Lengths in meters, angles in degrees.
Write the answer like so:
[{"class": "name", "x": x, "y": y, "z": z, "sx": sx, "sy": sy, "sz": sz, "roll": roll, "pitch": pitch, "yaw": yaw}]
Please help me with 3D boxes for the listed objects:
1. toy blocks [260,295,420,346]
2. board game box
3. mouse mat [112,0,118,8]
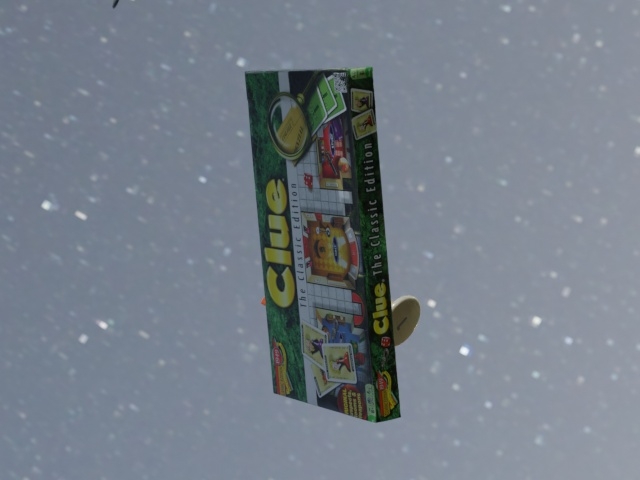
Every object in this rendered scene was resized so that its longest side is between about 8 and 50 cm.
[{"class": "toy blocks", "x": -0.001, "y": 0.054, "z": 1.375, "sx": 0.123, "sy": 0.148, "sz": 0.054, "roll": -21, "pitch": -51, "yaw": -39}, {"class": "board game box", "x": 0.000, "y": 0.000, "z": 1.119, "sx": 0.030, "sy": 0.136, "sz": 0.260, "roll": -11, "pitch": -80, "yaw": -33}, {"class": "mouse mat", "x": -0.110, "y": -0.270, "z": 1.020, "sx": 0.007, "sy": 0.152, "sz": 0.190, "roll": 15, "pitch": -48, "yaw": -11}]
